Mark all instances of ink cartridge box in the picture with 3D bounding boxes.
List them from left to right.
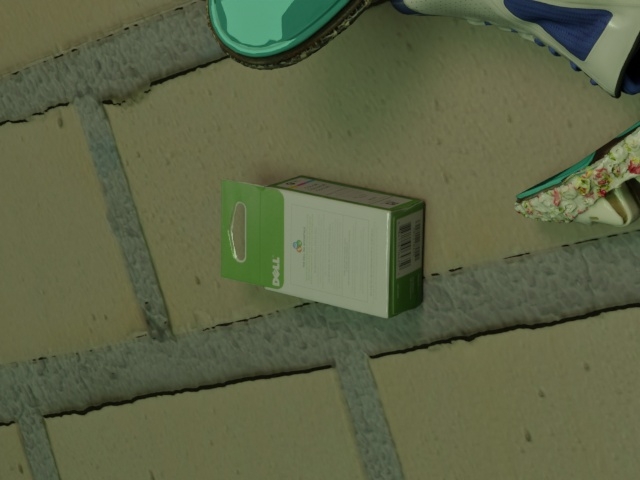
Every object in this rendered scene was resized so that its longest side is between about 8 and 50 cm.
[{"bbox_3d":[0.000,0.000,1.731,0.209,0.062,0.109,12,110,34],"label":"ink cartridge box"}]

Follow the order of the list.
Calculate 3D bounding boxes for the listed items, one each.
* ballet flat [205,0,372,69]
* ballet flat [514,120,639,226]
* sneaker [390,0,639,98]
[{"bbox_3d":[0.052,-0.372,1.510,0.164,0.182,0.483,26,106,9],"label":"ballet flat"},{"bbox_3d":[0.269,-0.057,1.499,0.241,0.091,0.077,-33,85,40],"label":"ballet flat"},{"bbox_3d":[0.198,-0.200,1.472,0.315,0.127,0.182,-4,126,54],"label":"sneaker"}]
